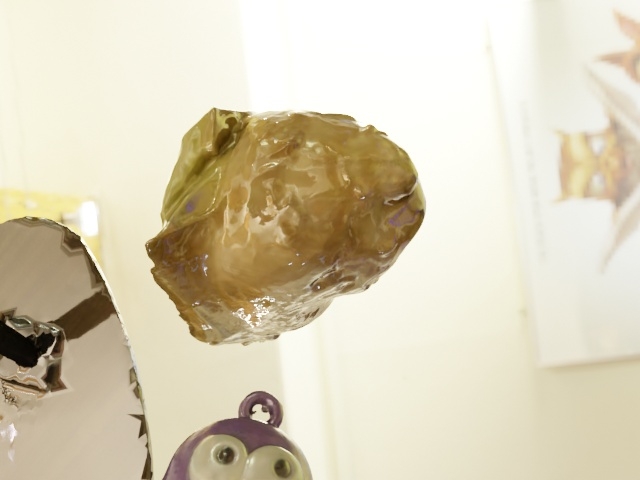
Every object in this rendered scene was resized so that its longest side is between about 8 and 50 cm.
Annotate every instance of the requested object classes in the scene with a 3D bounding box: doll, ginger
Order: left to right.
[{"bbox_3d":[-0.048,0.161,0.597,0.067,0.110,0.206,113,172,-65],"label":"doll"},{"bbox_3d":[-0.001,0.001,0.724,0.193,0.122,0.115,62,-145,-65],"label":"ginger"}]

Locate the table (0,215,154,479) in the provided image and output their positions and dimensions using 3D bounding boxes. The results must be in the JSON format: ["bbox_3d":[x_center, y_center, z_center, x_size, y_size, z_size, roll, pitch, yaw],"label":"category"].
[{"bbox_3d":[-0.249,0.153,0.766,0.249,0.317,0.317,18,-114,-78],"label":"table"}]
